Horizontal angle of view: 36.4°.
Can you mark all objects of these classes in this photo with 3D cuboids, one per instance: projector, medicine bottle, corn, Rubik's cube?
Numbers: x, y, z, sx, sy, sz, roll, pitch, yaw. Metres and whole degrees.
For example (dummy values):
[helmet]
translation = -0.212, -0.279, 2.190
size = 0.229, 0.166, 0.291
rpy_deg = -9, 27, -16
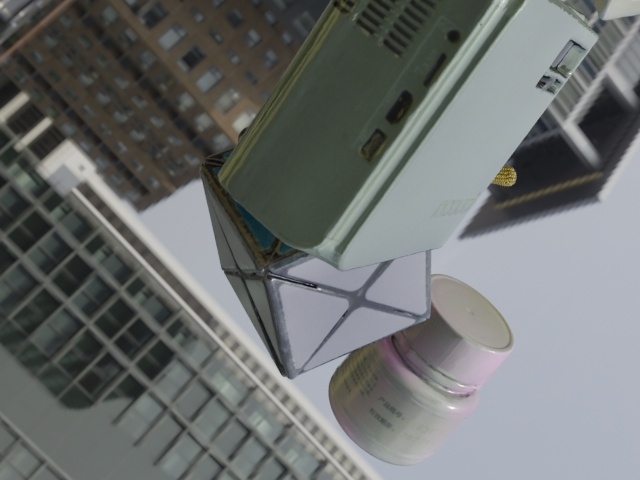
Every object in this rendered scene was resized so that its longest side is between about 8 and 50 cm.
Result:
[projector]
translation = 0.066, -0.096, 0.635
size = 0.198, 0.108, 0.250
rpy_deg = -55, 162, 18
[medicine bottle]
translation = 0.183, 0.233, 1.768
size = 0.302, 0.241, 0.241
rpy_deg = -53, -172, 26
[corn]
translation = 0.267, -0.108, 1.552
size = 0.037, 0.092, 0.037
rpy_deg = -176, -90, -81
[Rubik's cube]
translation = 0.000, 0.000, 1.394
size = 0.259, 0.255, 0.260
rpy_deg = -25, -129, -14

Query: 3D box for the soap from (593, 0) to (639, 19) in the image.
[soap]
translation = 0.384, -0.338, 1.095
size = 0.121, 0.064, 0.183
rpy_deg = -10, 151, -11
